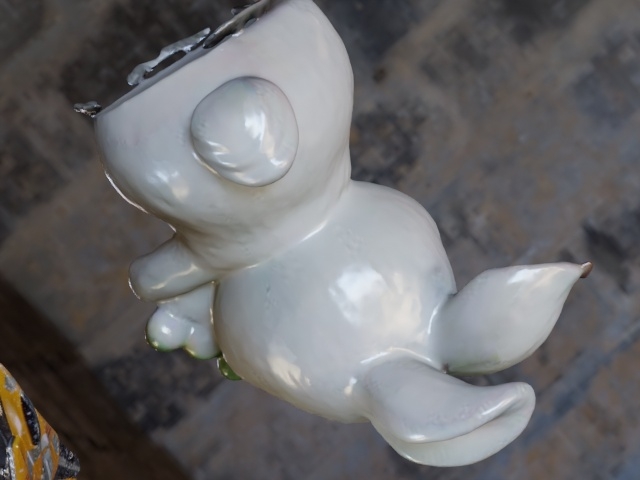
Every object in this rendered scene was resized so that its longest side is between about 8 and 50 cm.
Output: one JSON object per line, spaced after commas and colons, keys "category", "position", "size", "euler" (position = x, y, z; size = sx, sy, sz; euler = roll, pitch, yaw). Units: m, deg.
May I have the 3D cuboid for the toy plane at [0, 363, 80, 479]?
{"category": "toy plane", "position": [-0.344, 0.248, 1.797], "size": [0.103, 0.316, 0.204], "euler": [-2, 43, 18]}

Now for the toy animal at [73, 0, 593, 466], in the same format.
{"category": "toy animal", "position": [-0.001, -0.001, 1.004], "size": [0.183, 0.310, 0.247], "euler": [-37, 9, -29]}
